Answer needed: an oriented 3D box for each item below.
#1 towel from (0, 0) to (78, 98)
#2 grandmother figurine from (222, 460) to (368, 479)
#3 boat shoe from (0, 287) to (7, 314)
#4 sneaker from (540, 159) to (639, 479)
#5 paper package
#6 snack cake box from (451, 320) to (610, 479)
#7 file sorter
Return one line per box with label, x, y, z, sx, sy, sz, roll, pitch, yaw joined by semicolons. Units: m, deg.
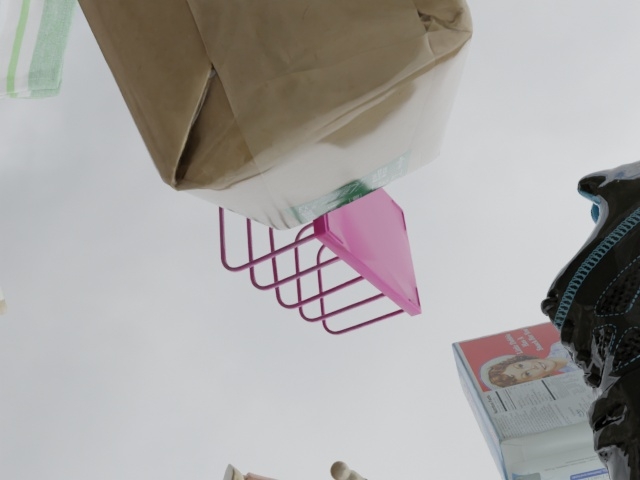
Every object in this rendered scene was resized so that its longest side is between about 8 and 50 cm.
towel;-0.414;-0.257;0.810;0.038;0.325;0.248;35;-59;14
grandmother figurine;0.019;0.418;0.980;0.104;0.342;0.208;-103;-149;-65
boat shoe;-0.686;0.146;1.192;0.109;0.098;0.302;-5;-164;37
sneaker;0.209;0.084;0.426;0.140;0.125;0.341;-1;-130;38
paper package;-0.042;-0.177;0.463;0.168;0.325;0.309;-24;-95;4
snack cake box;0.268;0.199;0.857;0.152;0.089;0.264;-15;-166;4
file sorter;0.000;0.000;1.062;0.182;0.291;0.202;-23;-127;23
